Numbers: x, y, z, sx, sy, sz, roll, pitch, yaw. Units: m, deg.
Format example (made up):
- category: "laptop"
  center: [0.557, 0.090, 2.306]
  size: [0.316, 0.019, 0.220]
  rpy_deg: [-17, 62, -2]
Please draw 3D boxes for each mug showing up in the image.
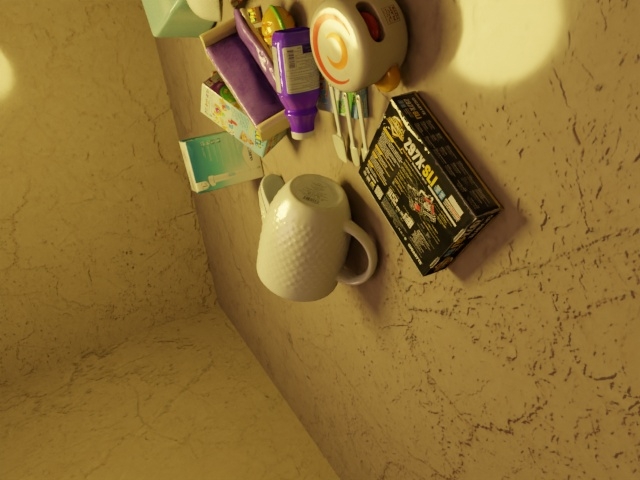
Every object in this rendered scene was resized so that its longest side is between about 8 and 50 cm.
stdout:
- category: "mug"
  center: [0.000, 0.000, 1.437]
  size: [0.373, 0.276, 0.328]
  rpy_deg: [29, 133, 15]

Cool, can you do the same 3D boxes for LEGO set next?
- category: "LEGO set"
  center: [-0.241, -0.635, 1.633]
  size: [0.132, 0.107, 0.287]
  rpy_deg: [54, 152, 34]

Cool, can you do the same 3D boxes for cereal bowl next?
- category: "cereal bowl"
  center: [-0.407, -0.920, 1.601]
  size: [0.339, 0.141, 0.339]
  rpy_deg: [177, 90, -82]

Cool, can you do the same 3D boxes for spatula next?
- category: "spatula"
  center: [0.075, -0.285, 1.240]
  size: [0.168, 0.019, 0.242]
  rpy_deg: [44, 159, 43]

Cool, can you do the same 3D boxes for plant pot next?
- category: "plant pot"
  center: [-0.537, -0.977, 1.882]
  size: [0.252, 0.247, 0.247]
  rpy_deg: [-13, 95, 51]

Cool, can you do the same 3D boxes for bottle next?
- category: "bottle"
  center: [-0.059, -0.417, 1.287]
  size: [0.092, 0.118, 0.283]
  rpy_deg: [42, 145, 51]

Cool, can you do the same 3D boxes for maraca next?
- category: "maraca"
  center: [-0.117, -0.601, 1.406]
  size: [0.186, 0.099, 0.127]
  rpy_deg: [77, 169, -63]

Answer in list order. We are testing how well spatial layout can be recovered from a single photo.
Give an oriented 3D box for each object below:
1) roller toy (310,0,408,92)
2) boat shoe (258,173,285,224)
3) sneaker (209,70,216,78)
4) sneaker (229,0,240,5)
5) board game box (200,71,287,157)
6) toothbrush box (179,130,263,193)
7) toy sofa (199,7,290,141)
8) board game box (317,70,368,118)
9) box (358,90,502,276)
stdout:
- category: "roller toy"
  center: [0.086, -0.428, 1.019]
  size: [0.209, 0.146, 0.191]
  rpy_deg: [42, 149, 34]
- category: "boat shoe"
  center: [-0.178, -0.067, 1.891]
  size: [0.156, 0.135, 0.368]
  rpy_deg: [-26, 80, 66]
- category: "sneaker"
  center: [-0.464, -0.727, 2.154]
  size: [0.042, 0.066, 0.119]
  rpy_deg: [94, 178, -46]
- category: "sneaker"
  center: [-0.252, -0.828, 1.539]
  size: [0.302, 0.120, 0.108]
  rpy_deg: [-110, -3, -61]
- category: "board game box"
  center: [-0.251, -0.440, 1.619]
  size: [0.275, 0.142, 0.144]
  rpy_deg: [37, 151, 3]
- category: "toothbrush box"
  center: [-0.408, -0.340, 1.991]
  size: [0.126, 0.295, 0.217]
  rpy_deg: [28, 133, 60]
- category: "toy sofa"
  center: [-0.212, -0.502, 1.453]
  size: [0.363, 0.150, 0.177]
  rpy_deg: [57, 172, 6]
- category: "board game box"
  center: [0.048, -0.413, 1.250]
  size: [0.211, 0.039, 0.160]
  rpy_deg: [36, 139, 55]
- category: "box"
  center: [0.219, -0.116, 1.051]
  size: [0.322, 0.079, 0.257]
  rpy_deg: [61, 153, 22]
